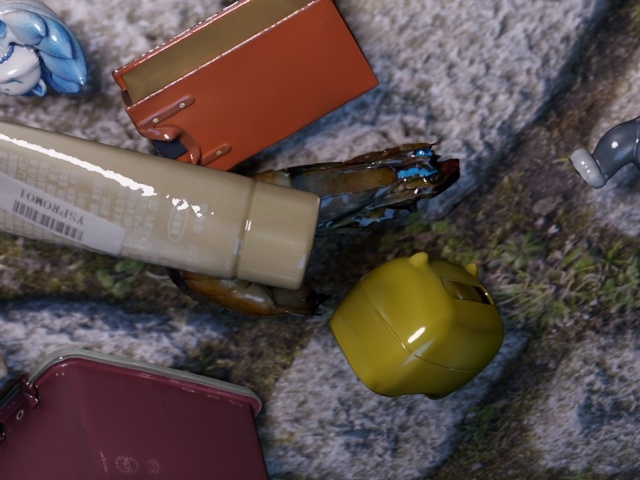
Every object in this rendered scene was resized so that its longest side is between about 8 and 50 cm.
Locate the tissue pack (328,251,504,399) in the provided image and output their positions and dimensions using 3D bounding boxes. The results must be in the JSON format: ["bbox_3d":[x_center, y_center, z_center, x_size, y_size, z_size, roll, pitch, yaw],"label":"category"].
[{"bbox_3d":[0.104,0.084,1.561,0.127,0.123,0.178,-44,153,20],"label":"tissue pack"}]

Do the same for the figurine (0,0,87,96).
[{"bbox_3d":[-0.220,-0.137,1.177,0.114,0.079,0.114,7,149,4],"label":"figurine"}]

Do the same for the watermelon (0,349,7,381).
[{"bbox_3d":[-0.413,0.129,1.360,0.302,0.151,0.264,21,126,-42],"label":"watermelon"}]

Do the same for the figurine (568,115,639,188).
[{"bbox_3d":[0.373,-0.100,1.469,0.265,0.140,0.193,-20,122,20],"label":"figurine"}]

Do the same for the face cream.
[{"bbox_3d":[-0.173,-0.032,1.274,0.341,0.084,0.137,12,139,-1],"label":"face cream"}]

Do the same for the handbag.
[{"bbox_3d":[-0.061,-0.131,1.282,0.190,0.063,0.127,-30,143,6],"label":"handbag"}]

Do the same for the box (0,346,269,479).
[{"bbox_3d":[-0.190,0.243,1.604,0.294,0.167,0.193,18,127,-41],"label":"box"}]

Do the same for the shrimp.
[{"bbox_3d":[0.000,0.000,1.477,0.290,0.054,0.222,-18,143,1],"label":"shrimp"}]
